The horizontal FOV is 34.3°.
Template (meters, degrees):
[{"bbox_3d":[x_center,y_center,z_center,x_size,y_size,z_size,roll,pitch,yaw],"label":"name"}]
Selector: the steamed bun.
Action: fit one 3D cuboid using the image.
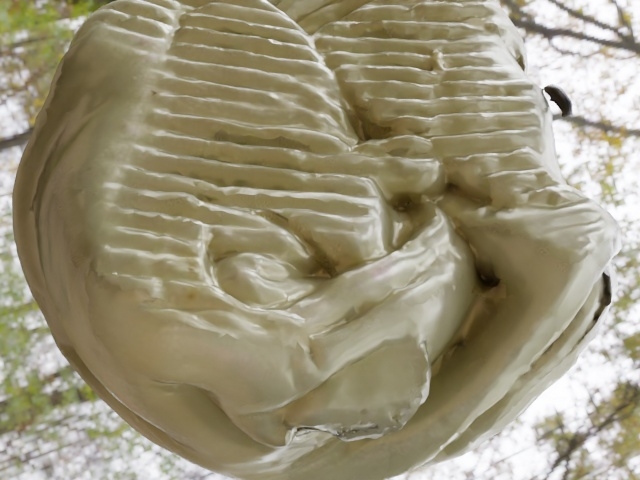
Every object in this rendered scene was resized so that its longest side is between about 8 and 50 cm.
[{"bbox_3d":[0.000,0.000,0.653,0.346,0.394,0.237,31,-41,15],"label":"steamed bun"}]
